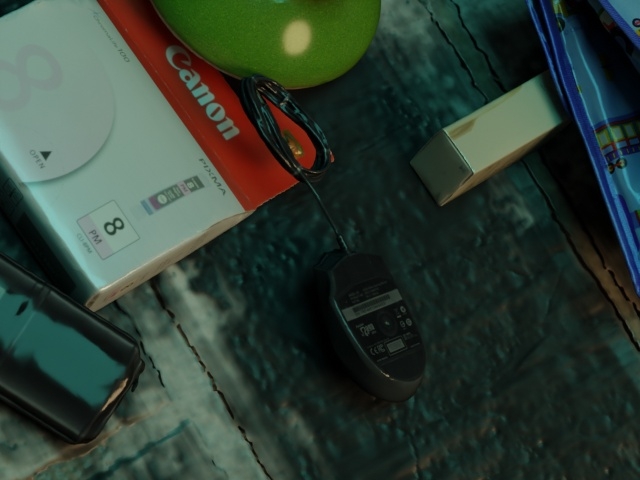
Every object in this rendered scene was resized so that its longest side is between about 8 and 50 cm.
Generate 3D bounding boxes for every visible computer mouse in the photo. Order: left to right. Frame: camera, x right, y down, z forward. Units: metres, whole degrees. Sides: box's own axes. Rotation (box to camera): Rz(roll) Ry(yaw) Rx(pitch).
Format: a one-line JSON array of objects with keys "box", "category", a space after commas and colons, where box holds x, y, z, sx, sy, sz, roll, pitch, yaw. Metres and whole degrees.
[{"box": [0.000, 0.000, 1.137, 0.071, 0.041, 0.242, -15, 77, -47], "category": "computer mouse"}]

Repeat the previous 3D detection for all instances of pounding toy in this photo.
[{"box": [-0.010, -0.225, 1.187, 0.183, 0.110, 0.237, 38, 52, -4], "category": "pounding toy"}]

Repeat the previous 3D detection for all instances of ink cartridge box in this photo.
[{"box": [-0.117, -0.085, 1.124, 0.232, 0.066, 0.189, -33, 84, -28], "category": "ink cartridge box"}]

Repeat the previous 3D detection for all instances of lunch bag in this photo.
[{"box": [0.273, -0.123, 1.248, 0.221, 0.138, 0.293, -9, 66, -45], "category": "lunch bag"}]

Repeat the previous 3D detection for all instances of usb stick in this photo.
[{"box": [-0.235, 0.025, 1.027, 0.278, 0.045, 0.077, 34, 75, -7], "category": "usb stick"}]

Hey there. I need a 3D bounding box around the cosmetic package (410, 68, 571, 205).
[{"box": [0.126, -0.075, 1.224, 0.115, 0.060, 0.041, -29, 81, -33], "category": "cosmetic package"}]
